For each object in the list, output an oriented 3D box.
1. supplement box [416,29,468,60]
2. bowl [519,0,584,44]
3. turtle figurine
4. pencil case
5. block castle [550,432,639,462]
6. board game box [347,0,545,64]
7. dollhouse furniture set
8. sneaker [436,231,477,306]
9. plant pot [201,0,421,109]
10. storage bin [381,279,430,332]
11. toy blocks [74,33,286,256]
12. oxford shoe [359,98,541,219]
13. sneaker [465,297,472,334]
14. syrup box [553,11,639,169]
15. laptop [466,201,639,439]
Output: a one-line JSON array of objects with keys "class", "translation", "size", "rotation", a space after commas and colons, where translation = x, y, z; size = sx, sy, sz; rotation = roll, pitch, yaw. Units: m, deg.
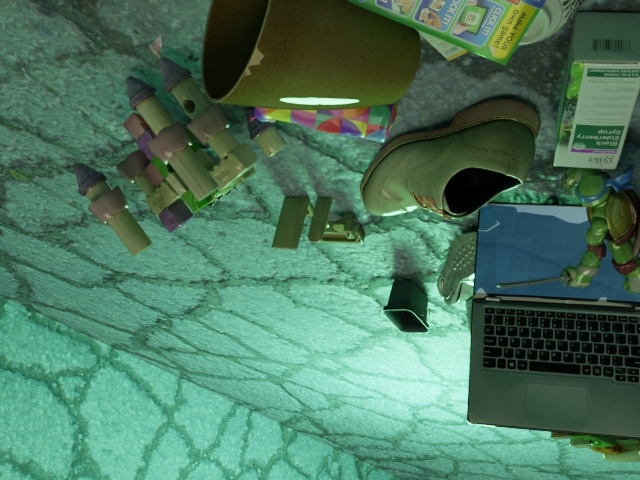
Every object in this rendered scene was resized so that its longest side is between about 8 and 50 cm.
[{"class": "supplement box", "translation": [0.162, -0.302, 1.006], "size": [0.098, 0.062, 0.036], "rotation": [33, 148, -32]}, {"class": "bowl", "translation": [0.257, -0.304, 0.942], "size": [0.170, 0.080, 0.170], "rotation": [10, 152, 5]}, {"class": "turtle figurine", "translation": [0.450, -0.017, 1.248], "size": [0.266, 0.198, 0.274], "rotation": [31, 121, -33]}, {"class": "pencil case", "translation": [0.006, -0.221, 1.190], "size": [0.236, 0.104, 0.104], "rotation": [11, 152, 5]}, {"class": "block castle", "translation": [0.651, 0.325, 1.698], "size": [0.453, 0.303, 0.213], "rotation": [27, 149, -30]}, {"class": "board game box", "translation": [0.184, -0.364, 0.797], "size": [0.213, 0.046, 0.317], "rotation": [20, 135, -7]}, {"class": "dollhouse furniture set", "translation": [0.000, 0.000, 1.575], "size": [0.144, 0.123, 0.151], "rotation": [2, 150, 21]}, {"class": "sneaker", "translation": [0.328, 0.052, 1.590], "size": [0.094, 0.090, 0.235], "rotation": [-10, 149, -18]}, {"class": "plant pot", "translation": [-0.001, -0.270, 0.996], "size": [0.254, 0.237, 0.237], "rotation": [12, 156, -28]}, {"class": "storage bin", "translation": [0.221, 0.159, 1.810], "size": [0.098, 0.091, 0.135], "rotation": [-5, 148, 32]}, {"class": "toy blocks", "translation": [-0.263, -0.181, 1.311], "size": [0.288, 0.309, 0.260], "rotation": [-34, 95, 40]}, {"class": "oxford shoe", "translation": [0.195, -0.103, 1.270], "size": [0.140, 0.147, 0.397], "rotation": [26, 150, -24]}, {"class": "sneaker", "translation": [0.484, 0.261, 1.826], "size": [0.384, 0.147, 0.145], "rotation": [29, 147, -30]}, {"class": "syrup box", "translation": [0.393, -0.205, 1.050], "size": [0.093, 0.096, 0.237], "rotation": [5, 151, 14]}, {"class": "laptop", "translation": [0.484, 0.160, 1.411], "size": [0.381, 0.408, 0.236], "rotation": [3, 167, 11]}]
